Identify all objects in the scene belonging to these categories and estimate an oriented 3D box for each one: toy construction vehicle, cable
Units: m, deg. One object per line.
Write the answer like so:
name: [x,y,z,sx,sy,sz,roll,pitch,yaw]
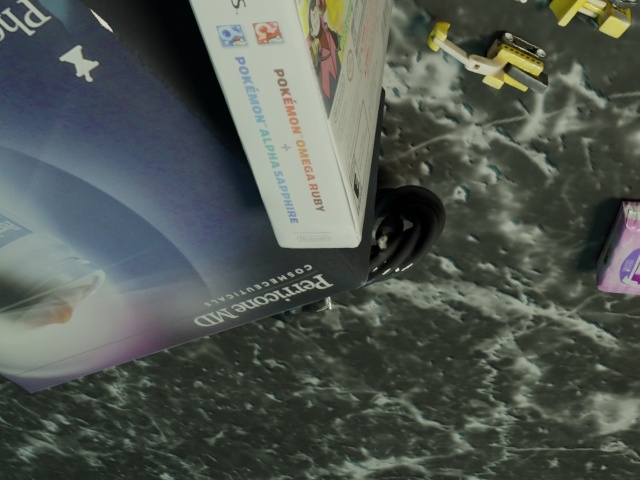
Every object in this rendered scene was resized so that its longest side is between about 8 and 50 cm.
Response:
toy construction vehicle: [0.125,-0.127,0.533,0.098,0.035,0.086,22,138,-16]
cable: [0.000,0.000,0.634,0.184,0.151,0.047,7,125,63]

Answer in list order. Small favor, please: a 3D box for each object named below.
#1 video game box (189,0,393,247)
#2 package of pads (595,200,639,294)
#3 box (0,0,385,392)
video game box: [-0.006,-0.131,0.418,0.048,0.205,0.187,0,139,12]
package of pads: [0.243,0.006,0.676,0.050,0.032,0.083,6,140,4]
box: [-0.162,-0.075,0.534,0.296,0.182,0.294,-20,134,30]
